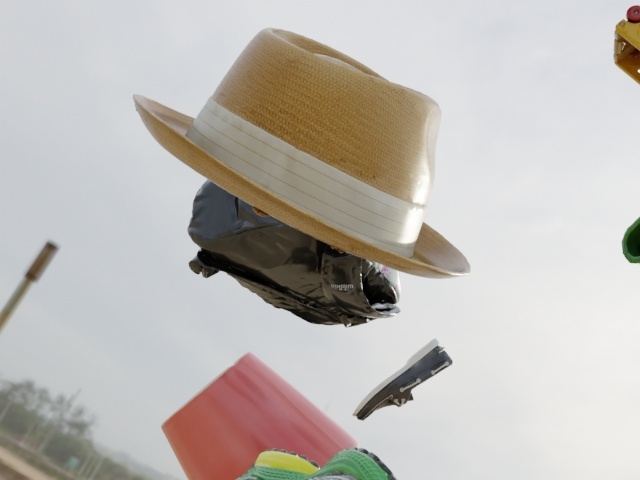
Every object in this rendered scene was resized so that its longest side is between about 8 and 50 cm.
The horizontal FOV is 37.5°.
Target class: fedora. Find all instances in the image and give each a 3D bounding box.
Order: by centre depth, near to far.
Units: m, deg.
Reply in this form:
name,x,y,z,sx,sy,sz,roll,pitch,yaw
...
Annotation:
name,x,y,z,sx,sy,sz,roll,pitch,yaw
fedora,0.005,-0.052,0.468,0.194,0.079,0.194,27,9,-5

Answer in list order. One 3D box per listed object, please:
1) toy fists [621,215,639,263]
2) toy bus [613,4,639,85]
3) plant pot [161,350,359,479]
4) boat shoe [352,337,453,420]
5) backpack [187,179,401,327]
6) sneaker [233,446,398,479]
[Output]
name,x,y,z,sx,sy,sz,roll,pitch,yaw
toy fists,0.574,-0.024,1.354,0.142,0.096,0.279,14,-40,-21
toy bus,0.523,-0.310,1.362,0.104,0.191,0.202,51,-48,29
plant pot,-0.113,0.335,1.556,0.243,0.275,0.275,49,-18,4
boat shoe,0.090,0.158,1.024,0.038,0.125,0.046,50,-14,8
backpack,0.000,0.000,0.767,0.152,0.115,0.182,-5,-28,34
sneaker,-0.011,0.325,1.052,0.343,0.146,0.134,-18,-78,52
